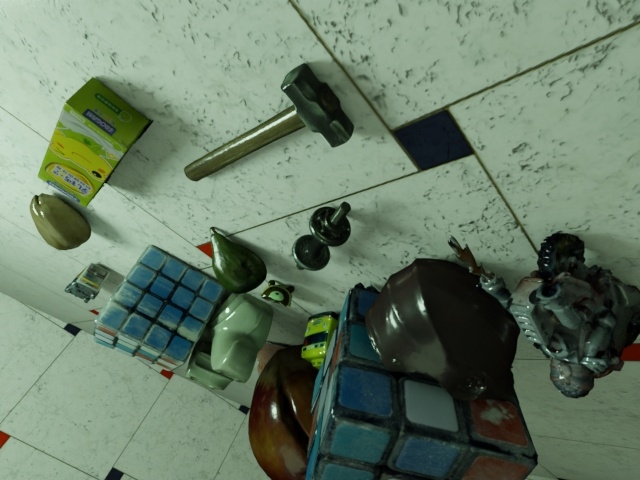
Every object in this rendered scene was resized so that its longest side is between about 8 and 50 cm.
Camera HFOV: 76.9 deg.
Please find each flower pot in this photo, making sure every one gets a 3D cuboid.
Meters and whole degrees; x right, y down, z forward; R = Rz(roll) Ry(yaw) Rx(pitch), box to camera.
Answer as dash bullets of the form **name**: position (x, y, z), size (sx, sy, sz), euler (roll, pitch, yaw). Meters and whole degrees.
- **flower pot**: position (-0.260, 0.293, 1.193), size (0.165, 0.254, 0.367), euler (32, 145, -17)

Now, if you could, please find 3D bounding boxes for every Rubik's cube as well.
- **Rubik's cube**: position (-0.470, 0.209, 1.177), size (0.259, 0.256, 0.253), euler (32, 146, -17)
- **Rubik's cube**: position (0.166, 0.363, 0.849), size (0.362, 0.358, 0.363), euler (14, 118, -3)

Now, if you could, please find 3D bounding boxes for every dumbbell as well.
- **dumbbell**: position (0.000, 0.000, 0.766), size (0.082, 0.081, 0.254), euler (25, 147, -8)

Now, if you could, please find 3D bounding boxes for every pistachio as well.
- **pistachio**: position (-0.685, -0.048, 1.064), size (0.108, 0.126, 0.185), euler (-23, 142, -11)

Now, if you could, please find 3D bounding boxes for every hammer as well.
- **hammer**: position (-0.115, -0.153, 0.645), size (0.365, 0.043, 0.111), euler (-11, 138, 43)

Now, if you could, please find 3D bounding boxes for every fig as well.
- **fig**: position (-0.211, 0.049, 0.947), size (0.117, 0.117, 0.177), euler (-18, 121, 45)

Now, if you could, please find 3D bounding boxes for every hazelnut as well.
- **hazelnut**: position (-0.048, 0.541, 1.244), size (0.402, 0.429, 0.402), euler (2, 104, 7)

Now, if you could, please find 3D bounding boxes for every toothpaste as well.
- **toothpaste**: position (-0.435, -0.167, 0.759), size (0.110, 0.077, 0.327), euler (38, 144, -27)

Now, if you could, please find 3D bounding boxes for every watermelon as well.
- **watermelon**: position (-0.162, 0.454, 1.512), size (0.202, 0.136, 0.207), euler (18, 134, -7)

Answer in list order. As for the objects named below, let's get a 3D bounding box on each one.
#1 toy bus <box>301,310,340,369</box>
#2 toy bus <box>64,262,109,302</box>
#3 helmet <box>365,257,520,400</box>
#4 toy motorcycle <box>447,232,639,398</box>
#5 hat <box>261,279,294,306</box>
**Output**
- **toy bus**: position (0.078, 0.318, 1.135), size (0.262, 0.150, 0.128), euler (36, 143, -22)
- **toy bus**: position (-0.830, 0.152, 1.435), size (0.092, 0.106, 0.268), euler (37, 147, -25)
- **helmet**: position (0.244, 0.138, 0.732), size (0.306, 0.225, 0.177), euler (15, 117, -1)
- **toy motorcycle**: position (0.358, 0.101, 0.611), size (0.401, 0.207, 0.134), euler (37, 169, -24)
- **hat**: position (-0.111, 0.139, 1.059), size (0.077, 0.059, 0.076), euler (11, 163, 24)
